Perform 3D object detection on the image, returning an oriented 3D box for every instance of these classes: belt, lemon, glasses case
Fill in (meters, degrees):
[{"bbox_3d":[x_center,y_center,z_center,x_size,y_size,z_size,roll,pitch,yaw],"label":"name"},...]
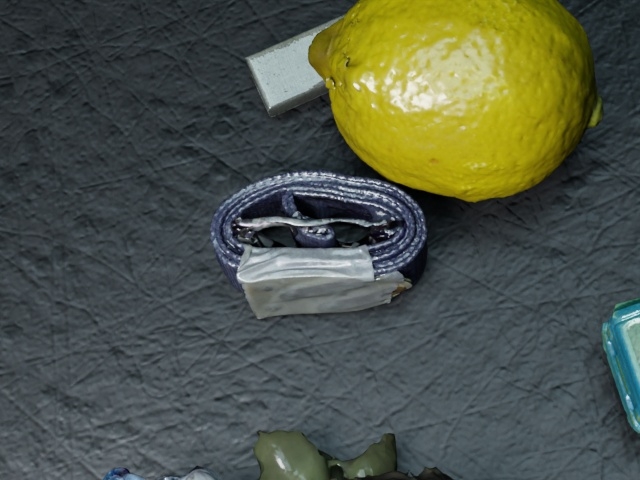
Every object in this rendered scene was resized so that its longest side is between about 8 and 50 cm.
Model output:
[{"bbox_3d":[0.000,0.000,1.840,0.230,0.126,0.140,-1,71,4],"label":"belt"},{"bbox_3d":[0.141,-0.167,1.815,0.319,0.245,0.245,11,74,5],"label":"lemon"},{"bbox_3d":[0.022,-0.213,1.947,0.205,0.047,0.071,-24,78,-3],"label":"glasses case"}]

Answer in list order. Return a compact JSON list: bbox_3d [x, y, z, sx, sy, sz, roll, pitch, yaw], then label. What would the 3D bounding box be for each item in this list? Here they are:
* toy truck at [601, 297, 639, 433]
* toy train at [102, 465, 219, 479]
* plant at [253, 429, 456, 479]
[{"bbox_3d":[0.435,0.103,1.750,0.278,0.156,0.155,-16,72,2],"label":"toy truck"},{"bbox_3d":[-0.185,0.349,1.692,0.299,0.131,0.202,-37,61,38],"label":"toy train"},{"bbox_3d":[0.037,0.318,1.690,0.215,0.312,0.213,-2,114,-24],"label":"plant"}]
